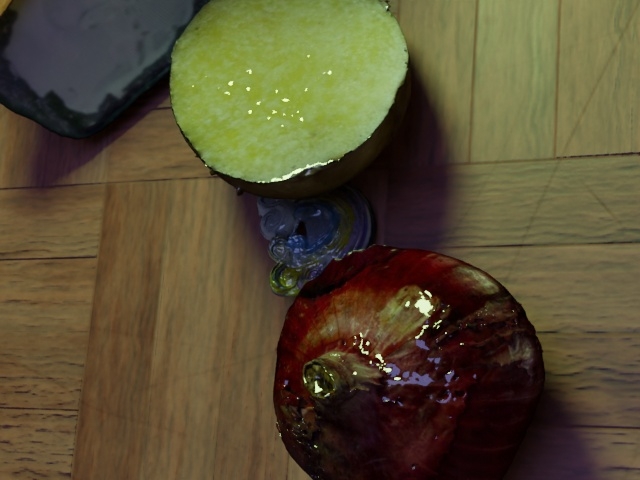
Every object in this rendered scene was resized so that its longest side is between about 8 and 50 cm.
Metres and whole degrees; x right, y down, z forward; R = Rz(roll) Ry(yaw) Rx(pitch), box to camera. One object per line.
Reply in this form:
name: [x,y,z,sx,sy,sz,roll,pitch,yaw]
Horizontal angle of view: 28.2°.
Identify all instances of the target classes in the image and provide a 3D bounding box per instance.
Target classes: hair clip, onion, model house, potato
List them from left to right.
model house: [-0.276,-0.310,1.410,0.271,0.190,0.301,-45,46,17]
potato: [-0.018,-0.140,1.256,0.239,0.116,0.299,-26,49,3]
hair clip: [0.000,0.000,1.253,0.116,0.049,0.172,-16,61,6]
onion: [0.063,0.119,1.090,0.252,0.219,0.252,-8,76,32]
